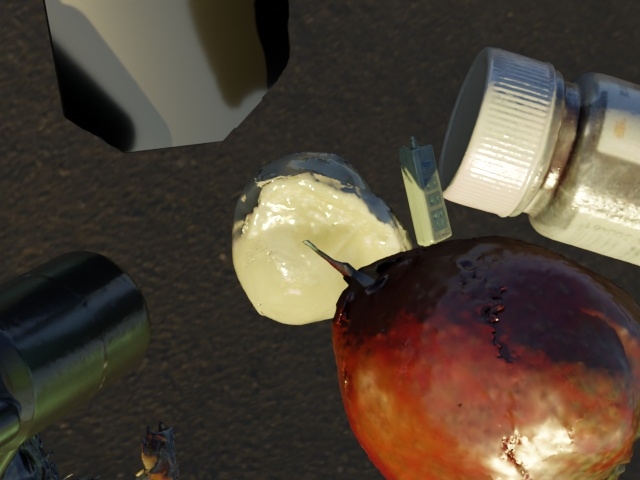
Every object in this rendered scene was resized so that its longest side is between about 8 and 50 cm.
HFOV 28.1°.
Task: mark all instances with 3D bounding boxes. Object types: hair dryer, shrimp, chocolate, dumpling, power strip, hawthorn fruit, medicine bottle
[{"bbox_3d":[-0.279,0.165,0.999,0.116,0.302,0.244,37,28,11],"label":"hair dryer"},{"bbox_3d":[-0.273,0.241,1.421,0.222,0.054,0.290,-29,57,-7],"label":"shrimp"},{"bbox_3d":[-0.137,-0.225,1.149,0.206,0.224,0.177,-7,36,-6],"label":"chocolate"},{"bbox_3d":[0.000,0.000,0.958,0.136,0.199,0.118,0,70,-8],"label":"dumpling"},{"bbox_3d":[0.076,-0.036,0.939,0.027,0.017,0.083,-24,104,-48],"label":"power strip"},{"bbox_3d":[0.088,0.066,0.767,0.235,0.181,0.181,39,50,7],"label":"hawthorn fruit"},{"bbox_3d":[0.262,-0.074,1.211,0.273,0.165,0.165,18,60,-5],"label":"medicine bottle"}]
